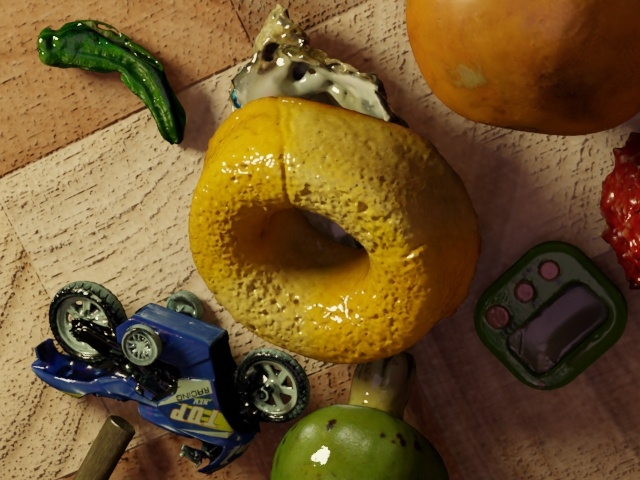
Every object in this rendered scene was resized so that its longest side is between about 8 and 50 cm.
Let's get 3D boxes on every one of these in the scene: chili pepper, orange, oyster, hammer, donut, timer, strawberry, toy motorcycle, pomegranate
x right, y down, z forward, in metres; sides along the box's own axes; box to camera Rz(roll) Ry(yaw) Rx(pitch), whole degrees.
[{"bbox_3d":[-0.206,-0.173,1.692,0.182,0.050,0.073,34,101,-1],"label":"chili pepper"},{"bbox_3d":[0.206,-0.211,1.487,0.261,0.261,0.261,3,105,11],"label":"orange"},{"bbox_3d":[0.000,-0.102,1.651,0.214,0.083,0.223,33,126,11],"label":"oyster"},{"bbox_3d":[-0.300,0.349,1.832,0.111,0.043,0.365,36,110,17],"label":"hammer"},{"bbox_3d":[0.000,0.000,1.603,0.303,0.110,0.303,15,129,19],"label":"donut"},{"bbox_3d":[0.234,0.076,1.665,0.128,0.047,0.140,46,108,0],"label":"timer"},{"bbox_3d":[0.365,-0.007,1.552,0.234,0.178,0.234,5,106,18],"label":"strawberry"},{"bbox_3d":[-0.162,0.150,1.736,0.315,0.113,0.169,19,117,16],"label":"toy motorcycle"},{"bbox_3d":[0.047,0.229,1.682,0.202,0.202,0.247,13,75,8],"label":"pomegranate"}]
